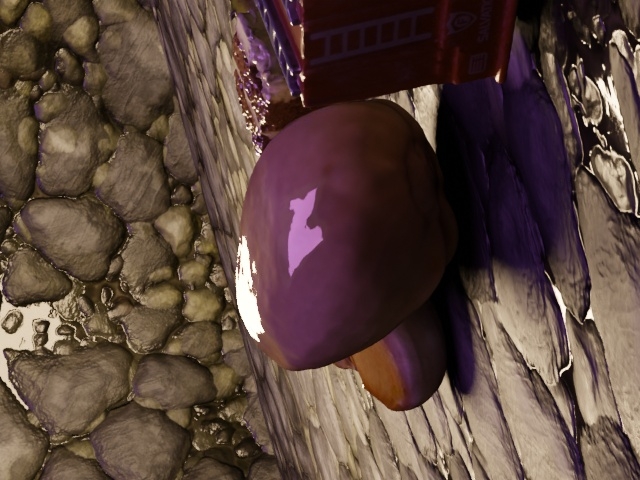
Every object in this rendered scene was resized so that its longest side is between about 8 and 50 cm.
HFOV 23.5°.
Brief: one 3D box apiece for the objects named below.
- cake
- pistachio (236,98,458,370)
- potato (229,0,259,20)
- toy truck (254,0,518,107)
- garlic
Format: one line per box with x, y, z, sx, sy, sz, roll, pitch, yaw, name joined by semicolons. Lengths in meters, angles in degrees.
-0.027;-0.193;1.799;0.147;0.134;0.135;107;147;-56;cake
0.017;0.003;1.535;0.318;0.214;0.193;-62;-3;36;pistachio
-0.085;-0.328;2.035;0.105;0.085;0.188;97;161;-61;potato
0.009;-0.294;1.182;0.173;0.207;0.387;90;162;-57;toy truck
0.070;0.080;1.748;0.217;0.110;0.228;42;156;52;garlic
